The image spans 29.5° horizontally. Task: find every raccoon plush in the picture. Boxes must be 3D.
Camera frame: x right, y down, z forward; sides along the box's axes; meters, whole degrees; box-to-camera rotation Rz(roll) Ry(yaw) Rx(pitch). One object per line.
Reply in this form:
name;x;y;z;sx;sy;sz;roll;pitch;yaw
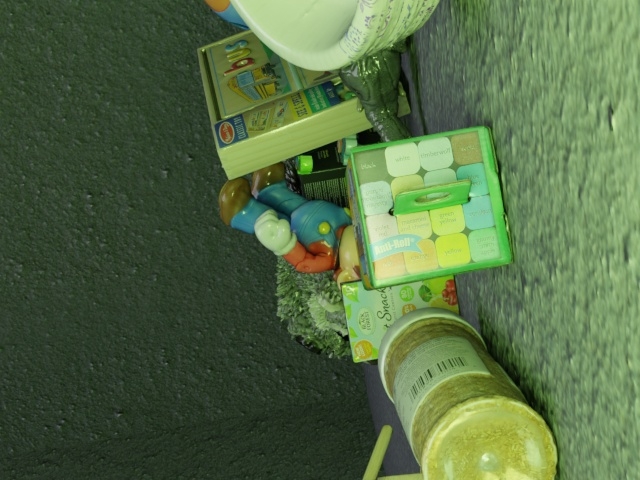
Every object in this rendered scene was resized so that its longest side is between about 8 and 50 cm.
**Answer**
raccoon plush;0.000;0.000;1.942;0.446;0.216;0.299;56;167;14

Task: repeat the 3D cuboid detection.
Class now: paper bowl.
paper bowl;0.010;-0.308;1.092;0.284;0.148;0.284;40;146;34

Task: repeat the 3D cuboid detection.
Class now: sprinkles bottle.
sprinkles bottle;0.133;0.162;1.202;0.355;0.121;0.121;-109;9;-80

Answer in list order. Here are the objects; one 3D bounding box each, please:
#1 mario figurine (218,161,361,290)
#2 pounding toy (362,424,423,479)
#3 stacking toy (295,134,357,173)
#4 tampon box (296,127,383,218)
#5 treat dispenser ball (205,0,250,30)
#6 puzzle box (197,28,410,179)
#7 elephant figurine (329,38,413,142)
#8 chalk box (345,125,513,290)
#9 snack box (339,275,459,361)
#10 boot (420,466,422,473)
mario figurine;0.025;-0.027;1.681;0.198;0.320;0.170;-55;-22;-16
pounding toy;0.108;0.272;1.221;0.206;0.094;0.181;26;-122;-55
stacking toy;0.040;-0.153;1.787;0.221;0.166;0.052;-104;17;-61
tampon box;0.047;-0.107;1.902;0.120;0.160;0.101;-99;1;-53
treat dispenser ball;-0.099;-0.526;2.224;0.288;0.288;0.288;170;90;-88
puzzle box;-0.041;-0.243;1.821;0.409;0.272;0.052;-110;-2;-60
elephant figurine;0.054;-0.252;1.556;0.169;0.186;0.239;-53;36;20
chalk box;0.098;-0.027;1.138;0.213;0.132;0.132;94;166;-88
snack box;0.102;0.091;1.525;0.037;0.141;0.100;-140;40;-86
boot;0.172;0.335;1.421;0.203;0.095;0.262;76;177;-60
